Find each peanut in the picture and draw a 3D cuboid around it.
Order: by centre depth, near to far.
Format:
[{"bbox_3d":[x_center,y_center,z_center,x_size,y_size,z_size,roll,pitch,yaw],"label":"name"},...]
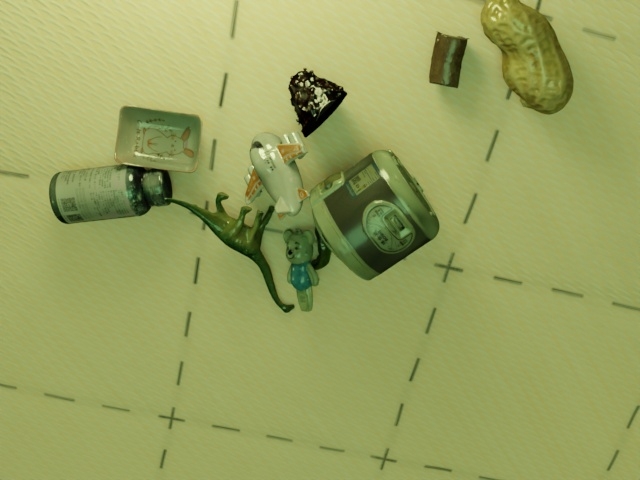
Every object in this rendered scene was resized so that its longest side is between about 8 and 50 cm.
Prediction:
[{"bbox_3d":[0.495,-0.449,1.548,0.153,0.140,0.325,-30,108,30],"label":"peanut"}]

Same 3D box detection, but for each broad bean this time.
[{"bbox_3d":[0.007,0.004,1.792,0.061,0.046,0.195,16,114,5],"label":"broad bean"}]

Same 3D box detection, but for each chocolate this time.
[{"bbox_3d":[-0.029,-0.356,1.607,0.133,0.156,0.156,45,107,1],"label":"chocolate"}]

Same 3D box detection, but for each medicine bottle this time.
[{"bbox_3d":[-0.544,-0.126,1.697,0.293,0.141,0.141,-6,112,4],"label":"medicine bottle"}]

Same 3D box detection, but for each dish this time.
[{"bbox_3d":[-0.411,-0.258,1.664,0.212,0.077,0.151,7,92,-2],"label":"dish"}]

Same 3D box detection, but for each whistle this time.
[{"bbox_3d":[-0.054,0.083,1.785,0.114,0.077,0.235,2,101,38],"label":"whistle"}]

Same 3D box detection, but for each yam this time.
[{"bbox_3d":[0.312,-0.441,1.585,0.084,0.084,0.127,8,110,-2],"label":"yam"}]

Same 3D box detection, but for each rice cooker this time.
[{"bbox_3d":[0.130,-0.062,1.640,0.277,0.288,0.288,-33,108,14],"label":"rice cooker"}]

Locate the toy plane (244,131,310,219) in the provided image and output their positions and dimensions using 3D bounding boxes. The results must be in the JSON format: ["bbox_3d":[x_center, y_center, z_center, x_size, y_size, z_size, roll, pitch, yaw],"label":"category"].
[{"bbox_3d":[-0.114,-0.169,1.645,0.245,0.117,0.244,5,98,41],"label":"toy plane"}]

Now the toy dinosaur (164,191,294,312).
[{"bbox_3d":[-0.236,0.031,1.779,0.447,0.087,0.301,15,115,-18],"label":"toy dinosaur"}]
